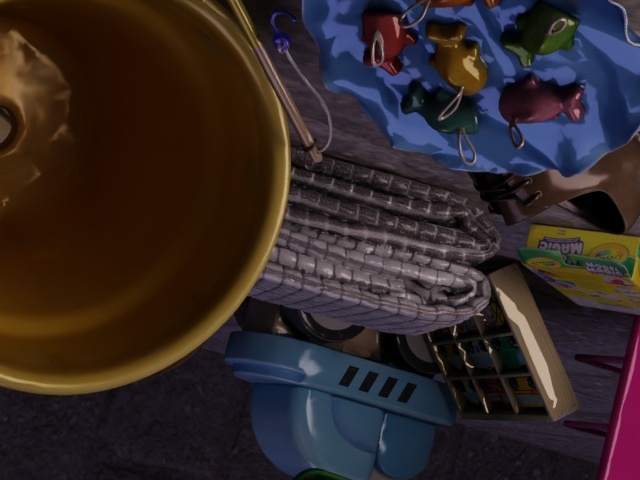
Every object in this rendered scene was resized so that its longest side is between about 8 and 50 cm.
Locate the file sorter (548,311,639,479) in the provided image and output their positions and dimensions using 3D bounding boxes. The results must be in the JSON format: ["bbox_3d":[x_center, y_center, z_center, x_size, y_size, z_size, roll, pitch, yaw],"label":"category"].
[{"bbox_3d":[0.356,0.212,1.300,0.202,0.290,0.182,17,172,-10],"label":"file sorter"}]

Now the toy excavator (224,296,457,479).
[{"bbox_3d":[0.057,0.281,1.621,0.433,0.445,0.222,20,169,-23],"label":"toy excavator"}]

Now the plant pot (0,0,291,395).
[{"bbox_3d":[-0.182,-0.059,0.805,0.254,0.254,0.239,21,-177,-32],"label":"plant pot"}]

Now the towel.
[{"bbox_3d":[0.000,0.000,1.154,0.284,0.121,0.235,15,171,-8],"label":"towel"}]

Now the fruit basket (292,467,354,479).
[{"bbox_3d":[0.100,0.450,1.464,0.392,0.283,0.392,17,159,7],"label":"fruit basket"}]

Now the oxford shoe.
[{"bbox_3d":[0.112,-0.062,0.733,0.227,0.096,0.083,22,169,-25],"label":"oxford shoe"}]

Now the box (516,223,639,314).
[{"bbox_3d":[0.254,0.027,1.142,0.105,0.043,0.179,9,170,31],"label":"box"}]

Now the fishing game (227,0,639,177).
[{"bbox_3d":[0.075,-0.089,0.629,0.264,0.041,0.189,5,142,27],"label":"fishing game"}]

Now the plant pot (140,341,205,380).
[{"bbox_3d":[-0.223,0.008,1.332,0.215,0.215,0.230,12,155,12],"label":"plant pot"}]

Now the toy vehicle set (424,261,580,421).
[{"bbox_3d":[0.186,0.119,1.412,0.035,0.166,0.267,-23,179,-16],"label":"toy vehicle set"}]

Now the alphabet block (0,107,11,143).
[{"bbox_3d":[-0.345,-0.054,1.140,0.197,0.192,0.193,20,166,-33],"label":"alphabet block"}]
